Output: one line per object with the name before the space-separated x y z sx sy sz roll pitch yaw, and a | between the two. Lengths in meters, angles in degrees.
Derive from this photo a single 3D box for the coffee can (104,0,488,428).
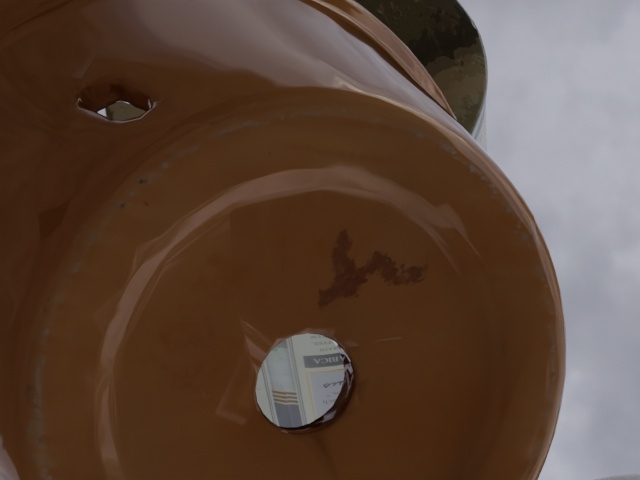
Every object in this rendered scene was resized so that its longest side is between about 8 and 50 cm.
coffee can | 0.000 0.000 0.984 0.201 0.275 0.201 -3 -128 4

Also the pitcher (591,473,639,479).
pitcher | 0.167 0.188 0.710 0.125 0.207 0.177 1 -96 62

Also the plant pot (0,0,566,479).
plant pot | -0.042 0.031 0.656 0.291 0.291 0.203 -48 -157 -6
